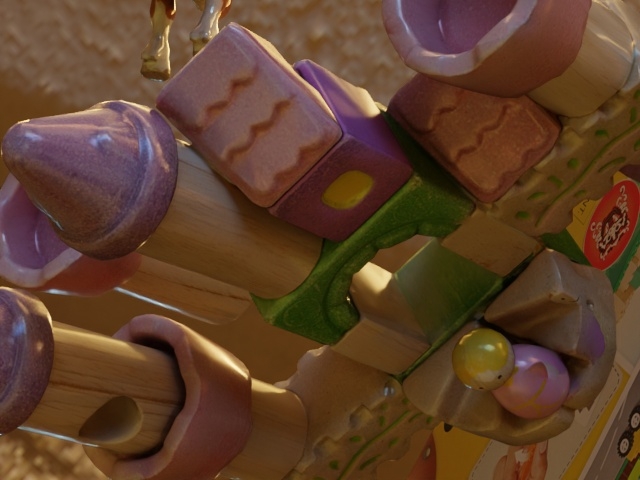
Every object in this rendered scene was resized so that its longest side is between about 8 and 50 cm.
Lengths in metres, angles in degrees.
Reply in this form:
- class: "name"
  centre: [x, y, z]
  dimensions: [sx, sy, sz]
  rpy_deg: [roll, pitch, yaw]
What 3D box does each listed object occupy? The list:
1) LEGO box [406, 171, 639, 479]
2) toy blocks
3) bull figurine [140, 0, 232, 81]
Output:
- class: "LEGO box"
  centre: [0.259, 0.038, 0.920]
  dimensions: [0.193, 0.372, 0.500]
  rpy_deg: [21, -75, -20]
- class: "toy blocks"
  centre: [0.000, 0.000, 0.705]
  dimensions: [0.288, 0.260, 0.309]
  rpy_deg: [-43, -128, 20]
- class: "bull figurine"
  centre: [-0.094, -0.232, 1.453]
  dimensions: [0.101, 0.188, 0.310]
  rpy_deg: [3, -22, 23]
